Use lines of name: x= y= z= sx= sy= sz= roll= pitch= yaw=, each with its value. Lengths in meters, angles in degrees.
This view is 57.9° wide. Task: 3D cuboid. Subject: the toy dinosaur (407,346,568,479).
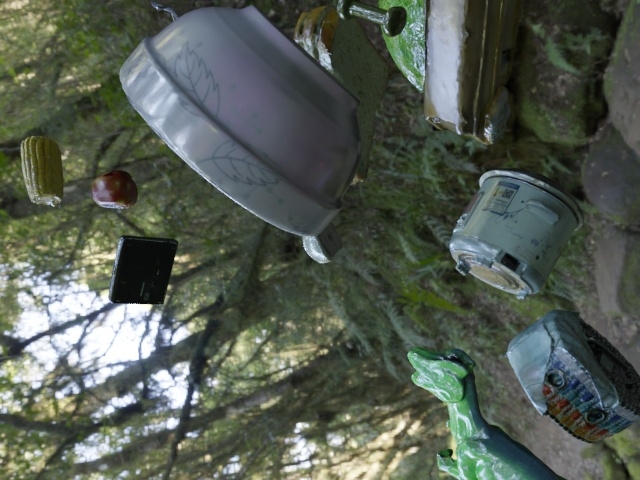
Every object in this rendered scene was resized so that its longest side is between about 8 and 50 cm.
toy dinosaur: x=0.347 y=0.354 z=0.787 sx=0.500 sy=0.144 sz=0.374 roll=10 pitch=118 yaw=48

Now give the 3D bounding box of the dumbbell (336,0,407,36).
dumbbell: x=0.083 y=-0.370 z=0.944 sx=0.052 sy=0.118 sz=0.046 roll=-31 pitch=-39 yaw=-39

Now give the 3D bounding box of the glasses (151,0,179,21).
glasses: x=-0.246 y=-0.377 z=1.012 sx=0.140 sy=0.063 sz=0.103 roll=54 pitch=167 yaw=46

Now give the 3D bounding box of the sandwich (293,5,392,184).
sandwich: x=0.029 y=-0.282 z=1.131 sx=0.254 sy=0.100 sz=0.288 roll=30 pitch=-110 yaw=-54

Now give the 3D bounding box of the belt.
belt: x=0.471 y=0.248 z=1.067 sx=0.258 sy=0.150 sz=0.207 roll=37 pitch=-150 yaw=-8

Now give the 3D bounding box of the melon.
melon: x=0.214 y=-0.537 z=1.383 sx=0.323 sy=0.124 sz=0.196 roll=62 pitch=156 yaw=12

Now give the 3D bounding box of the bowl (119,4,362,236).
bowl: x=-0.061 y=-0.152 z=0.645 sx=0.287 sy=0.143 sz=0.287 roll=39 pitch=-166 yaw=-12

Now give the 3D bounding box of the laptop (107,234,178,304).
laptop: x=-0.475 y=0.084 z=1.547 sx=0.026 sy=0.154 sz=0.207 roll=51 pitch=128 yaw=50

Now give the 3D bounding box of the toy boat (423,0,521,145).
toy boat: x=0.240 y=-0.351 z=0.858 sx=0.136 sy=0.162 sz=0.445 roll=31 pitch=140 yaw=39

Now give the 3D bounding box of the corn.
corn: x=-0.607 y=-0.154 z=1.270 sx=0.085 sy=0.063 sz=0.165 roll=25 pitch=-140 yaw=-59

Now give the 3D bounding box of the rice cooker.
rice cooker: x=0.473 y=-0.031 z=1.404 sx=0.316 sy=0.264 sz=0.316 roll=-58 pitch=-5 yaw=-9

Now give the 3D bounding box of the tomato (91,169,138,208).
tomato: x=-0.404 y=-0.100 z=1.140 sx=0.087 sy=0.087 sz=0.075 roll=40 pitch=-129 yaw=-83

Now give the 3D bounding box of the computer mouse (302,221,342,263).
computer mouse: x=0.000 y=0.000 z=1.206 sx=0.089 sy=0.056 sz=0.182 roll=69 pitch=-163 yaw=-3
